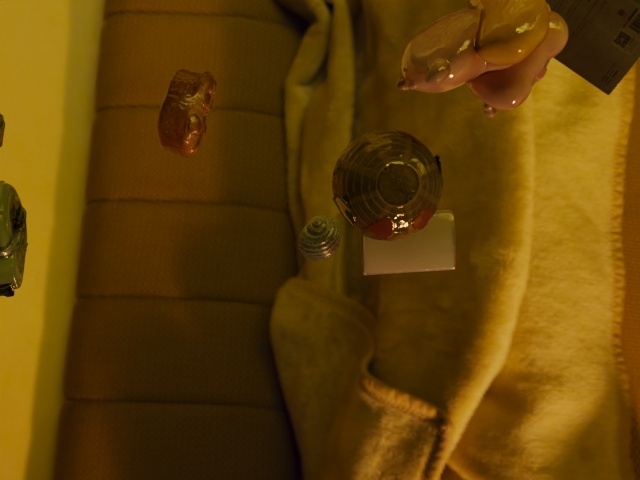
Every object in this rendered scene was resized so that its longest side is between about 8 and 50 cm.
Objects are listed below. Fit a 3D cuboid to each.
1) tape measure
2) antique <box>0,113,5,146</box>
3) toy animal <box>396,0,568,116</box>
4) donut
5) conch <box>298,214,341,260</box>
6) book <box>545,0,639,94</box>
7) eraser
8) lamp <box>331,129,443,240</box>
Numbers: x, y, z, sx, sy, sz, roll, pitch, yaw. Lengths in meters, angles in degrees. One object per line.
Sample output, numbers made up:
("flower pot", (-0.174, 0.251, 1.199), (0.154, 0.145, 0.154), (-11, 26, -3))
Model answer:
("tape measure", (-0.536, -0.021, 1.270), (0.154, 0.087, 0.178), (91, 168, -47))
("antique", (-0.783, -0.253, 1.650), (0.086, 0.183, 0.088), (-23, 57, 34))
("toy animal", (0.354, -0.359, 1.539), (0.345, 0.247, 0.277), (-39, 33, -2))
("donut", (-0.339, -0.324, 1.937), (0.226, 0.113, 0.227), (-166, 90, -85))
("conch", (0.002, 0.001, 2.295), (0.102, 0.135, 0.153), (43, 157, 61))
("book", (0.591, -0.484, 1.695), (0.282, 0.025, 0.215), (40, 127, 10))
("eraser", (0.250, 0.005, 2.205), (0.095, 0.270, 0.174), (-87, -6, -81))
("lamp", (0.140, -0.123, 1.708), (0.284, 0.250, 0.250), (-153, 72, -80))
